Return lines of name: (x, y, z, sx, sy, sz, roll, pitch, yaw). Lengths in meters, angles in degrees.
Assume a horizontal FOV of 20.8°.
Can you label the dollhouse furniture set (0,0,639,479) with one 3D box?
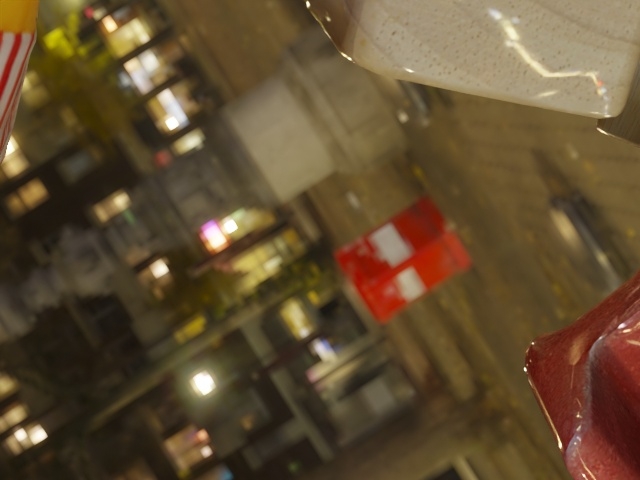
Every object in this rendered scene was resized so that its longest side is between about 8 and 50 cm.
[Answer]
dollhouse furniture set: (0.000, 0.000, 0.396, 0.374, 0.201, 0.152, 13, -162, -16)
